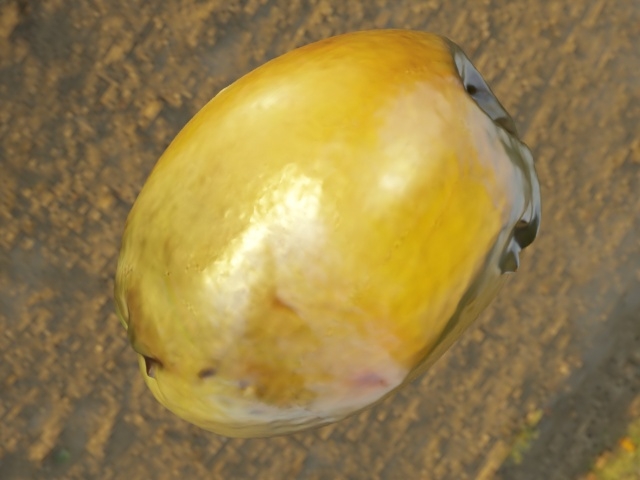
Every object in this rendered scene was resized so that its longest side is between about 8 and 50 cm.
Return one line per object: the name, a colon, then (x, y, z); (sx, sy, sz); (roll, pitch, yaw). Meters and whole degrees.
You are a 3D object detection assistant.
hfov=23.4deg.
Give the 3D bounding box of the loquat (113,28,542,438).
loquat: (0.000, 0.000, 0.764); (0.227, 0.179, 0.179); (-42, 147, 11)
